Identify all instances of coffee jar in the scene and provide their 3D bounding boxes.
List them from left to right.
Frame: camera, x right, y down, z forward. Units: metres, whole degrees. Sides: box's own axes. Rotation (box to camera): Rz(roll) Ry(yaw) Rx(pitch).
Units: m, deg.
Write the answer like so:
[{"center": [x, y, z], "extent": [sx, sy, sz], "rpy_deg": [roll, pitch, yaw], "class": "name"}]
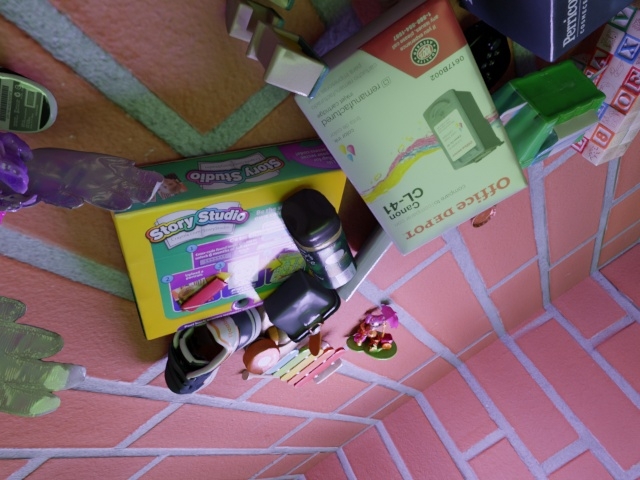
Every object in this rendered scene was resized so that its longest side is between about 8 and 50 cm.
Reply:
[{"center": [0.000, 0.000, 0.727], "extent": [0.079, 0.096, 0.184], "rpy_deg": [-34, 145, -7], "class": "coffee jar"}]

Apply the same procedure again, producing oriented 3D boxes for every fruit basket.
[{"center": [0.404, -0.187, 0.932], "extent": [0.326, 0.165, 0.353], "rpy_deg": [-25, 154, -25], "class": "fruit basket"}]

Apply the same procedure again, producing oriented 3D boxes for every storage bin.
[{"center": [-0.041, 0.128, 0.859], "extent": [0.135, 0.098, 0.091], "rpy_deg": [-42, 136, 11], "class": "storage bin"}]

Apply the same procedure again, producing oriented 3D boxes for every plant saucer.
[{"center": [0.464, -0.070, 1.252], "extent": [0.083, 0.013, 0.084], "rpy_deg": [-21, 144, -16], "class": "plant saucer"}]

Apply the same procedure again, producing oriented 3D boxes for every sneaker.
[{"center": [-0.270, 0.242, 0.935], "extent": [0.321, 0.126, 0.127], "rpy_deg": [-45, 163, 28], "class": "sneaker"}]

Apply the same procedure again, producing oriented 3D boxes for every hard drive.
[{"center": [0.146, -0.029, 0.937], "extent": [0.308, 0.040, 0.203], "rpy_deg": [-58, 177, 31], "class": "hard drive"}]

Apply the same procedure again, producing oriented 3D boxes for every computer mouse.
[{"center": [-0.388, -0.162, 0.461], "extent": [0.192, 0.042, 0.106], "rpy_deg": [8, 124, -36], "class": "computer mouse"}]

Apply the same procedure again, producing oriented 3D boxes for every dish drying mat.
[{"center": [-0.200, 0.094, 0.755], "extent": [0.083, 0.008, 0.032], "rpy_deg": [-37, 143, 7], "class": "dish drying mat"}]

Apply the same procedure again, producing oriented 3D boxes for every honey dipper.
[{"center": [0.121, -0.321, 0.674], "extent": [0.030, 0.031, 0.160], "rpy_deg": [-37, 149, 7], "class": "honey dipper"}]

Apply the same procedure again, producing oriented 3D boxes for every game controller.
[{"center": [0.208, -0.241, 0.802], "extent": [0.319, 0.067, 0.166], "rpy_deg": [-44, 143, 17], "class": "game controller"}]

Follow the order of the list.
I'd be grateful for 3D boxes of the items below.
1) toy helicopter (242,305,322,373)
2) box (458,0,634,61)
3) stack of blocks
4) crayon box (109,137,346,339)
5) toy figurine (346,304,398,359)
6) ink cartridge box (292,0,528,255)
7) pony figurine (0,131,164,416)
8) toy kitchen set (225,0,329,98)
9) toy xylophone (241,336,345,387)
[{"center": [-0.041, 0.158, 1.044], "extent": [0.234, 0.140, 0.355], "rpy_deg": [25, 107, -46], "class": "toy helicopter"}, {"center": [0.356, -0.478, 0.503], "extent": [0.395, 0.212, 0.293], "rpy_deg": [-37, 146, 8], "class": "box"}, {"center": [0.602, -0.330, 0.906], "extent": [0.087, 0.171, 0.297], "rpy_deg": [-20, 142, -17], "class": "stack of blocks"}, {"center": [-0.155, -0.001, 0.778], "extent": [0.362, 0.106, 0.313], "rpy_deg": [-15, 140, -24], "class": "crayon box"}, {"center": [0.180, 0.276, 1.400], "extent": [0.172, 0.130, 0.159], "rpy_deg": [5, 121, -9], "class": "toy figurine"}, {"center": [0.133, -0.163, 0.650], "extent": [0.226, 0.131, 0.306], "rpy_deg": [-31, 117, 15], "class": "ink cartridge box"}, {"center": [-0.376, -0.034, 0.403], "extent": [0.350, 0.303, 0.364], "rpy_deg": [14, 153, 7], "class": "pony figurine"}, {"center": [0.000, -0.291, 0.491], "extent": [0.122, 0.166, 0.207], "rpy_deg": [1, 133, -38], "class": "toy kitchen set"}, {"center": [-0.081, 0.368, 1.305], "extent": [0.236, 0.081, 0.322], "rpy_deg": [-46, 143, 19], "class": "toy xylophone"}]
